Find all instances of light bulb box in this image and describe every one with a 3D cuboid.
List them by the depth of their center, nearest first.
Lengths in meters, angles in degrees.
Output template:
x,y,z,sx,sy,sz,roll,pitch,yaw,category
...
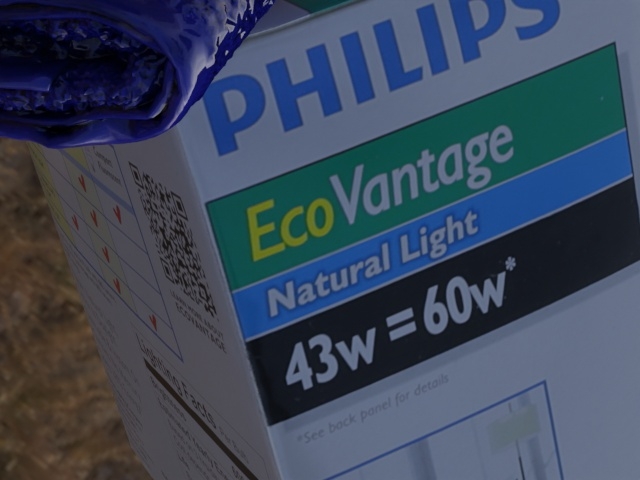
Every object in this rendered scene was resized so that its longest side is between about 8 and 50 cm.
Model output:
x,y,z,sx,sy,sz,roll,pitch,yaw,category
0.000,0.000,0.761,0.225,0.358,0.361,-23,117,-18,light bulb box

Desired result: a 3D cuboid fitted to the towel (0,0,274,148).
x,y,z,sx,sy,sz,roll,pitch,yaw,category
-0.090,-0.149,0.528,0.308,0.227,0.076,-61,159,-44,towel
